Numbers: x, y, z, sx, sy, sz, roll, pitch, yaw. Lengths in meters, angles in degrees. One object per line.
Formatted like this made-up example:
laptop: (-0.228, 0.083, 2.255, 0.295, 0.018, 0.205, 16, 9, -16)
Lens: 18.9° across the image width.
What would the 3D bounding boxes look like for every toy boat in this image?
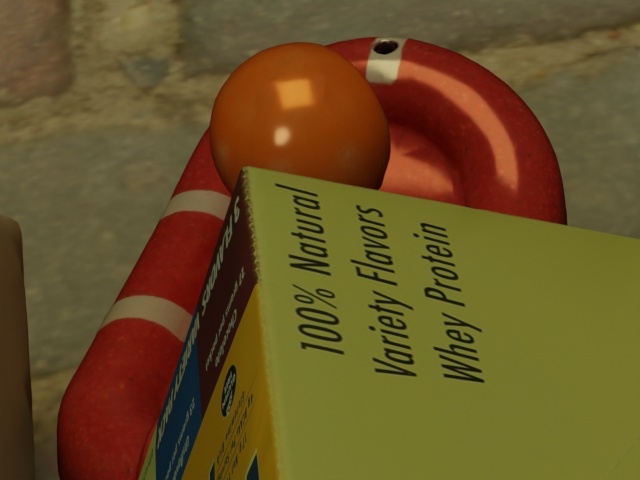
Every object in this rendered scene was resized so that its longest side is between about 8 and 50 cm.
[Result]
toy boat: (0.000, 0.000, 0.649, 0.151, 0.151, 0.231, 6, 40, 16)

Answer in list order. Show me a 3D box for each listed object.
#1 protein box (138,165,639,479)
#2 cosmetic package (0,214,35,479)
protein box: (0.066, 0.108, 0.463, 0.201, 0.136, 0.200, 10, 35, -15)
cosmetic package: (-0.191, 0.041, 0.512, 0.153, 0.296, 0.129, -3, 83, 8)
